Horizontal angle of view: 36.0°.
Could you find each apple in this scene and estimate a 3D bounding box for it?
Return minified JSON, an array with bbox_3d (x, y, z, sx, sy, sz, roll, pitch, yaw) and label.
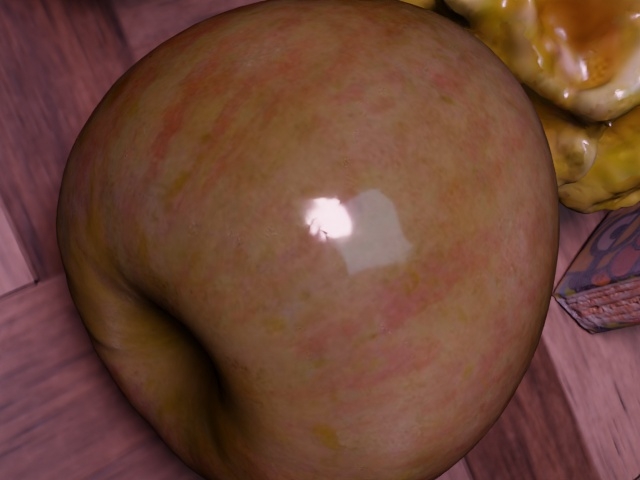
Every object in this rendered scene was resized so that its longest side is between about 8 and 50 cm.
[{"bbox_3d":[0.000,0.000,0.512,0.234,0.257,0.257,-37,103,-39],"label":"apple"}]

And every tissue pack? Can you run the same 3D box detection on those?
[{"bbox_3d":[0.258,0.008,0.727,0.060,0.148,0.108,46,62,-10],"label":"tissue pack"}]

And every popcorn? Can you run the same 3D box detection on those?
[{"bbox_3d":[0.135,-0.126,0.625,0.249,0.249,0.225,43,60,-19],"label":"popcorn"}]
